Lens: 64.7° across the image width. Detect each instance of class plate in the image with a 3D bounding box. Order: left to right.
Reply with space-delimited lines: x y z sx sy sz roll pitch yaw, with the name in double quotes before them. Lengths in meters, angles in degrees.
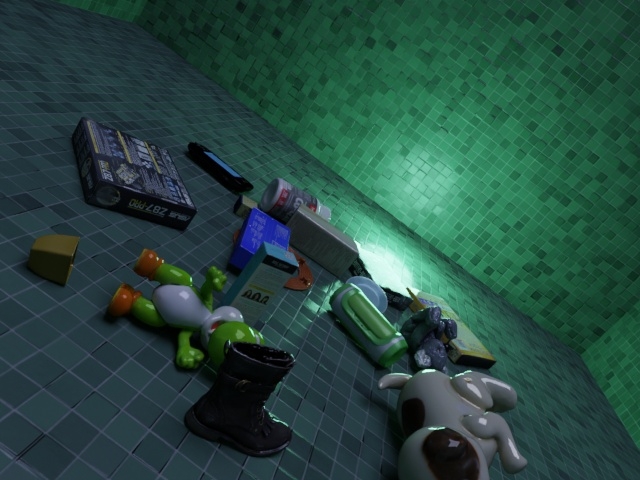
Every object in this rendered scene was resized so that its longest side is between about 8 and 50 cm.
"plate" 0.175 0.221 1.986 0.188 0.024 0.188 17 42 -16

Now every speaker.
"speaker" 0.159 0.285 1.720 0.296 0.131 0.131 48 22 28

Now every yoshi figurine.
"yoshi figurine" -0.276 0.177 1.139 0.362 0.203 0.203 34 35 -16

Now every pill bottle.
"pill bottle" -0.104 -0.142 2.201 0.283 0.161 0.161 27 21 -27

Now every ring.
"ring" -0.163 0.056 1.834 0.337 0.032 0.336 33 20 -13

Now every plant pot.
"plant pot" -0.577 0.034 1.089 0.083 0.081 0.081 15 26 -22

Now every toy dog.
"toy dog" 0.320 0.497 1.277 0.395 0.284 0.408 38 21 4

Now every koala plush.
"koala plush" 0.403 0.395 1.871 0.196 0.203 0.221 37 36 -41

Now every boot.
"boot" -0.118 0.312 1.004 0.263 0.229 0.091 25 22 -30

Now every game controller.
"game controller" -0.429 -0.317 2.189 0.319 0.067 0.166 39 19 5

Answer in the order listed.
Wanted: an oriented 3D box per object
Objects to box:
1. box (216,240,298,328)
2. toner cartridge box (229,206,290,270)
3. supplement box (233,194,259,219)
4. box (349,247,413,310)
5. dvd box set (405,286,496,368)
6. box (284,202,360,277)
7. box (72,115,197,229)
"box" -0.170 0.124 1.331 0.101 0.244 0.060 25 23 -32
"toner cartridge box" -0.196 0.013 1.715 0.165 0.075 0.347 33 20 -13
"supplement box" -0.292 -0.127 1.996 0.083 0.056 0.083 29 20 -21
"box" 0.247 0.159 2.243 0.243 0.076 0.307 24 23 -34
"dvd box set" 0.578 0.395 2.296 0.308 0.062 0.420 19 25 -42
"box" 0.000 0.000 2.081 0.311 0.148 0.121 36 18 -6
"box" -0.596 -0.217 1.614 0.318 0.097 0.394 20 25 -44
